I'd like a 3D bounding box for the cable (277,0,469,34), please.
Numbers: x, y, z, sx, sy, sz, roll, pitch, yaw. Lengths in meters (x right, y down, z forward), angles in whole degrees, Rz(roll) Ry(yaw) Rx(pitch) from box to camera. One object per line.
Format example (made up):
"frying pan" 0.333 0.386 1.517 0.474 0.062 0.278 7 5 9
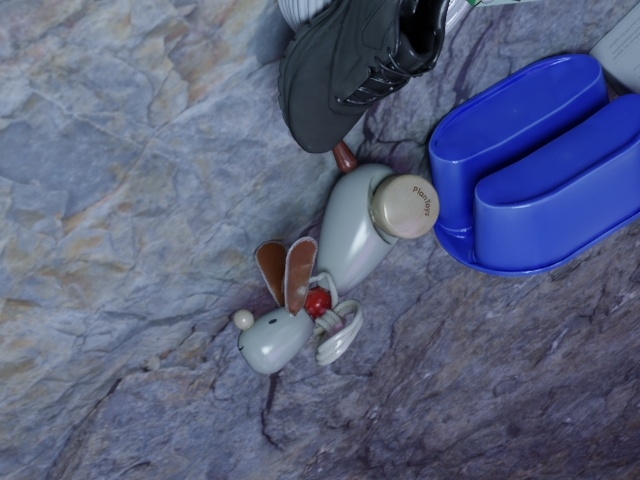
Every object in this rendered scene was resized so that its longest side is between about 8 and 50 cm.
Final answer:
"cable" 0.075 -0.304 1.110 0.257 0.089 0.257 2 129 -42

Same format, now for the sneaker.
"sneaker" 0.050 -0.190 1.034 0.109 0.130 0.286 -6 138 -38

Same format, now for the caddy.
"caddy" 0.307 -0.095 1.422 0.341 0.241 0.179 -30 138 -9

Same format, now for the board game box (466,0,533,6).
"board game box" 0.305 -0.369 1.129 0.317 0.046 0.214 -14 140 -32

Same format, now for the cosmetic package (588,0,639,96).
"cosmetic package" 0.515 -0.239 1.480 0.151 0.184 0.151 -45 145 12

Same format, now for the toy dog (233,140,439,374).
"toy dog" 0.000 0.000 1.322 0.334 0.161 0.220 -52 -165 -29
